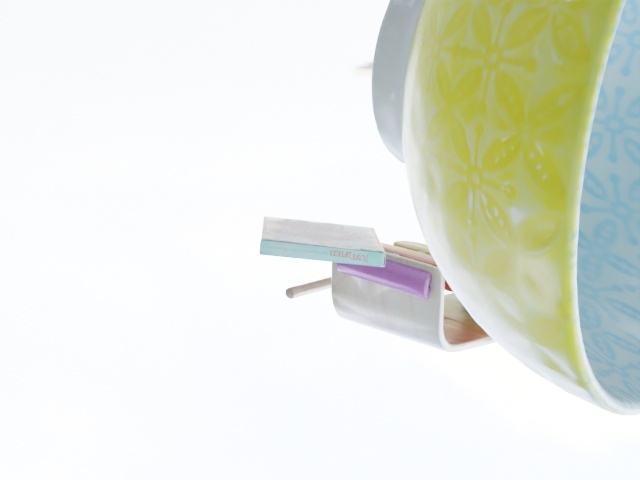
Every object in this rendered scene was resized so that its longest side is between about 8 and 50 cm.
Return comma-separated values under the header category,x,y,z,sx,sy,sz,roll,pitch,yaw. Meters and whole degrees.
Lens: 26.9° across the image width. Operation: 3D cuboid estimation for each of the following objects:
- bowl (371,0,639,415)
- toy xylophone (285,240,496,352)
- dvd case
category,x,y,z,sx,sy,sz,roll,pitch,yaw
bowl,0.119,-0.075,0.644,0.156,0.290,0.289,17,-157,33
toy xylophone,0.109,0.036,1.296,0.236,0.081,0.322,14,-169,25
dvd case,0.000,0.000,0.958,0.087,0.013,0.119,6,-170,-2
